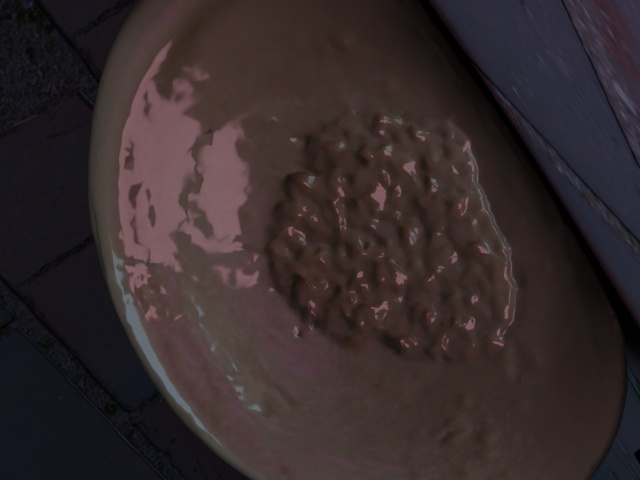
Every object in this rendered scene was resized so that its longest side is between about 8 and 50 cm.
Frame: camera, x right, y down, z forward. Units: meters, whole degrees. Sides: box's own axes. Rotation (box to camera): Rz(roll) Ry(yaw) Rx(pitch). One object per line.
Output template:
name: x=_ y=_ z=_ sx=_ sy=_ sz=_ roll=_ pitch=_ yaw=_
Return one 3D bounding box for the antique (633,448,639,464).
antique: x=0.289 y=0.190 z=1.270 sx=0.015 sy=0.031 sz=0.192 roll=56 pitch=-179 yaw=-5

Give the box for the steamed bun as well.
steamed bun: x=0.000 y=0.000 z=1.168 sx=0.456 sy=0.290 sz=0.371 roll=55 pitch=-178 yaw=-11
